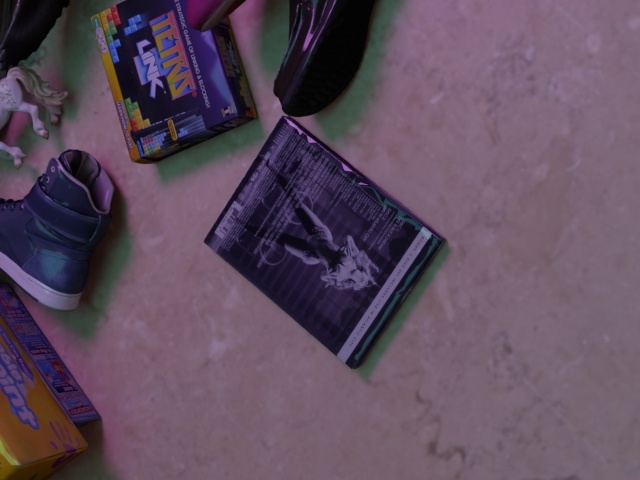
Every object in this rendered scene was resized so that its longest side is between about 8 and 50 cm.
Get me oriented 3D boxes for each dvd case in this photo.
[{"bbox_3d":[0.000,0.000,1.694,0.221,0.018,0.164,40,106,23],"label":"dvd case"}]

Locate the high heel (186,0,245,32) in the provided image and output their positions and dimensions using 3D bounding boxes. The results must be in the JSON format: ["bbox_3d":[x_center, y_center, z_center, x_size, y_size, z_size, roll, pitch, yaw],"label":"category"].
[{"bbox_3d":[-0.072,-0.401,1.653,0.181,0.127,0.377,33,92,1],"label":"high heel"}]

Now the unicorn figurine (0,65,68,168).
[{"bbox_3d":[-0.364,-0.130,1.834,0.162,0.111,0.060,-50,23,1],"label":"unicorn figurine"}]

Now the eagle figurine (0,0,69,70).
[{"bbox_3d":[-0.285,-0.352,1.727,0.298,0.225,0.226,-32,86,17],"label":"eagle figurine"}]

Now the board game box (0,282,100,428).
[{"bbox_3d":[-0.350,0.180,1.857,0.194,0.060,0.194,38,107,23],"label":"board game box"}]

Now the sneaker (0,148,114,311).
[{"bbox_3d":[-0.327,-0.048,1.824,0.226,0.086,0.163,32,111,18],"label":"sneaker"}]

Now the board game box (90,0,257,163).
[{"bbox_3d":[-0.157,-0.184,1.760,0.141,0.048,0.170,-22,80,27],"label":"board game box"}]

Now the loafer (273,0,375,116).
[{"bbox_3d":[0.005,-0.230,1.665,0.078,0.080,0.220,28,98,35],"label":"loafer"}]

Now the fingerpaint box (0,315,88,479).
[{"bbox_3d":[-0.533,0.154,1.788,0.371,0.163,0.445,-38,79,16],"label":"fingerpaint box"}]

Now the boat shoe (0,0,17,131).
[{"bbox_3d":[-0.402,-0.240,1.858,0.113,0.103,0.302,14,98,25],"label":"boat shoe"}]
